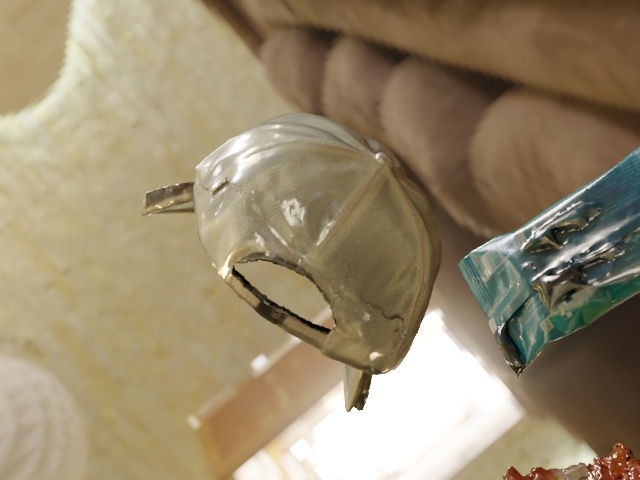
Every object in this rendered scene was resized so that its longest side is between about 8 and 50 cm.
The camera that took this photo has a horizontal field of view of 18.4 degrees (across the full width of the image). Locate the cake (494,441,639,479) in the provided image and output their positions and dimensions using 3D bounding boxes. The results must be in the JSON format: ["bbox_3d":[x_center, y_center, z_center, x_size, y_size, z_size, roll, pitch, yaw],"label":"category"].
[{"bbox_3d":[0.111,0.200,0.820,0.159,0.158,0.262,96,159,-67],"label":"cake"}]

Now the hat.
[{"bbox_3d":[-0.003,0.003,1.470,0.232,0.161,0.275,48,171,1],"label":"hat"}]

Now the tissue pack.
[{"bbox_3d":[0.143,0.005,1.045,0.028,0.138,0.085,45,-163,-49],"label":"tissue pack"}]
